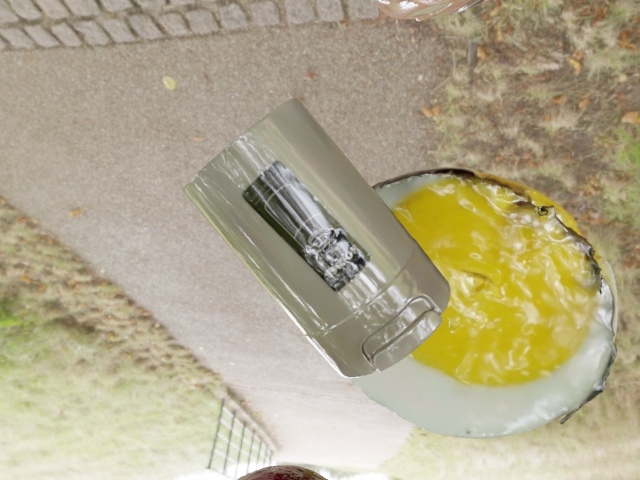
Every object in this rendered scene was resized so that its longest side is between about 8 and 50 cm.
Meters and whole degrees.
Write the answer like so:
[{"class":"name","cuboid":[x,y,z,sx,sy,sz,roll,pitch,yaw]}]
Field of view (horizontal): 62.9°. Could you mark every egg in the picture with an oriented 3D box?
[{"class":"egg","cuboid":[0.176,0.063,0.652,0.337,0.336,0.201,3,-171,24]}]

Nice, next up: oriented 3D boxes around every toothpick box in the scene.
[{"class":"toothpick box","cuboid":[0.000,0.000,0.385,0.180,0.111,0.111,50,153,-9]}]

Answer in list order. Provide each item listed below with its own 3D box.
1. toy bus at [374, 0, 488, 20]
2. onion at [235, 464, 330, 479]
[{"class":"toy bus","cuboid":[0.150,-0.365,0.599,0.194,0.232,0.288,61,162,-13]},{"class":"onion","cuboid":[-0.054,0.323,0.486,0.140,0.218,0.195,34,180,-20]}]
